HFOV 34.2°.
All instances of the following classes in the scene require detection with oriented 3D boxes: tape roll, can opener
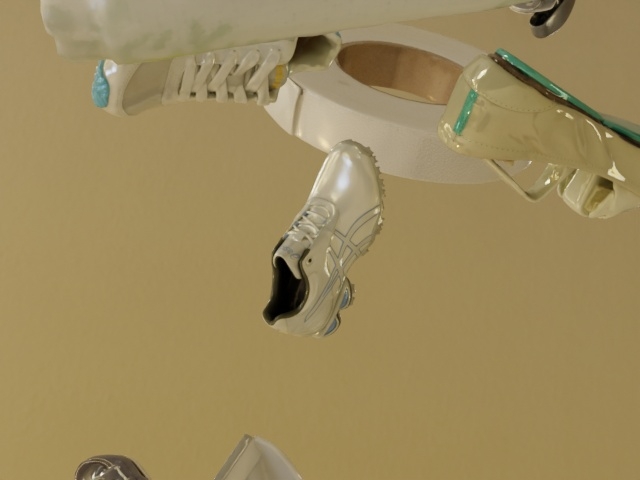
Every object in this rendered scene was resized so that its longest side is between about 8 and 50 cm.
[{"bbox_3d":[0.109,-0.197,1.392,0.392,0.392,0.072,10,121,-6],"label":"tape roll"},{"bbox_3d":[0.385,-0.438,1.653,0.076,0.283,0.095,11,145,35],"label":"can opener"}]

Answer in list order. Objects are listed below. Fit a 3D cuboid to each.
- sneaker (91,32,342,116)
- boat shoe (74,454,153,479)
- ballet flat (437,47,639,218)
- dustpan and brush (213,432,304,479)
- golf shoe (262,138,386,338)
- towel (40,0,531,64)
[{"bbox_3d":[-0.077,-0.148,0.813,0.092,0.229,0.087,42,139,18],"label":"sneaker"},{"bbox_3d":[-0.244,0.289,1.211,0.065,0.075,0.206,28,169,-37],"label":"boat shoe"},{"bbox_3d":[0.174,-0.058,0.710,0.248,0.086,0.086,16,157,-38],"label":"ballet flat"},{"bbox_3d":[-0.023,0.231,0.575,0.060,0.147,0.211,8,132,28],"label":"dustpan and brush"},{"bbox_3d":[0.000,0.000,0.875,0.069,0.176,0.086,18,-171,33],"label":"golf shoe"},{"bbox_3d":[0.051,-0.175,0.458,0.375,0.320,0.090,-12,120,-11],"label":"towel"}]
